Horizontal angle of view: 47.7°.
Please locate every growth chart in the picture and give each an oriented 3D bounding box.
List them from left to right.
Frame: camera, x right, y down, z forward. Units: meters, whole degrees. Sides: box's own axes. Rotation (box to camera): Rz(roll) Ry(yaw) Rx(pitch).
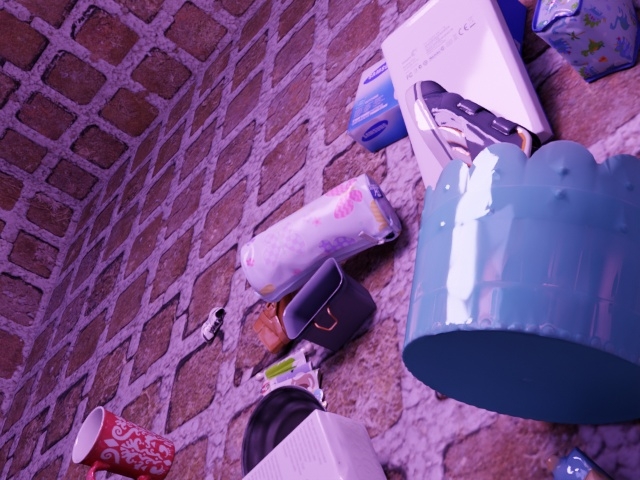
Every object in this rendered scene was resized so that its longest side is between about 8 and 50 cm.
[{"bbox_3d":[-0.052,0.280,1.180,0.172,0.021,0.237,-39,33,30],"label":"growth chart"}]

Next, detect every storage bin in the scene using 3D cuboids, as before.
[{"bbox_3d":[0.021,0.113,1.154,0.135,0.091,0.098,-51,28,15],"label":"storage bin"}]

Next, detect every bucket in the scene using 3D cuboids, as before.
[{"bbox_3d":[0.214,0.055,0.710,0.281,0.281,0.183,-20,47,50],"label":"bucket"}]

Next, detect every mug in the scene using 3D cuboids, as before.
[{"bbox_3d":[-0.389,0.427,1.423,0.113,0.169,0.150,-16,49,52],"label":"mug"}]

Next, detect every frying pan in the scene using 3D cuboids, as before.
[{"bbox_3d":[-0.066,0.370,1.058,0.197,0.053,0.326,25,96,46],"label":"frying pan"}]

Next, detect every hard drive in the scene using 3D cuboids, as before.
[{"bbox_3d":[0.214,-0.240,1.126,0.210,0.040,0.318,-35,57,38],"label":"hard drive"}]

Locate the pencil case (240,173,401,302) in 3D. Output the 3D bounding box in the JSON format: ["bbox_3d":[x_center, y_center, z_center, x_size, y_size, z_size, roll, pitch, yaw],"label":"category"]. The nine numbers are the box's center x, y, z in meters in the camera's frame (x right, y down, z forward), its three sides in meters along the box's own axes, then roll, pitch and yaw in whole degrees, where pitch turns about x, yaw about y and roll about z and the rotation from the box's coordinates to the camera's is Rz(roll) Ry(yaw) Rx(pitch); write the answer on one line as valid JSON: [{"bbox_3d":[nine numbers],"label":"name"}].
[{"bbox_3d":[0.000,0.000,1.213,0.273,0.113,0.124,-28,70,16],"label":"pencil case"}]

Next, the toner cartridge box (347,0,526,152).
[{"bbox_3d":[0.199,-0.298,1.299,0.348,0.075,0.165,-23,43,48],"label":"toner cartridge box"}]

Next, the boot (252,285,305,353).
[{"bbox_3d":[-0.073,0.104,1.335,0.152,0.073,0.197,-52,28,11],"label":"boot"}]

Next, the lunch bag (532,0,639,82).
[{"bbox_3d":[0.366,-0.316,0.985,0.096,0.129,0.151,-12,53,54],"label":"lunch bag"}]

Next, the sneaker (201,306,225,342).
[{"bbox_3d":[-0.231,0.180,1.566,0.037,0.032,0.083,-21,45,50],"label":"sneaker"}]

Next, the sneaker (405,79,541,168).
[{"bbox_3d":[0.229,-0.113,0.963,0.127,0.126,0.321,-38,58,25],"label":"sneaker"}]

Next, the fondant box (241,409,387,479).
[{"bbox_3d":[-0.043,0.411,0.907,0.330,0.096,0.238,-48,40,21],"label":"fondant box"}]

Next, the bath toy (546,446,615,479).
[{"bbox_3d":[0.162,0.353,0.648,0.129,0.151,0.348,41,100,27],"label":"bath toy"}]
